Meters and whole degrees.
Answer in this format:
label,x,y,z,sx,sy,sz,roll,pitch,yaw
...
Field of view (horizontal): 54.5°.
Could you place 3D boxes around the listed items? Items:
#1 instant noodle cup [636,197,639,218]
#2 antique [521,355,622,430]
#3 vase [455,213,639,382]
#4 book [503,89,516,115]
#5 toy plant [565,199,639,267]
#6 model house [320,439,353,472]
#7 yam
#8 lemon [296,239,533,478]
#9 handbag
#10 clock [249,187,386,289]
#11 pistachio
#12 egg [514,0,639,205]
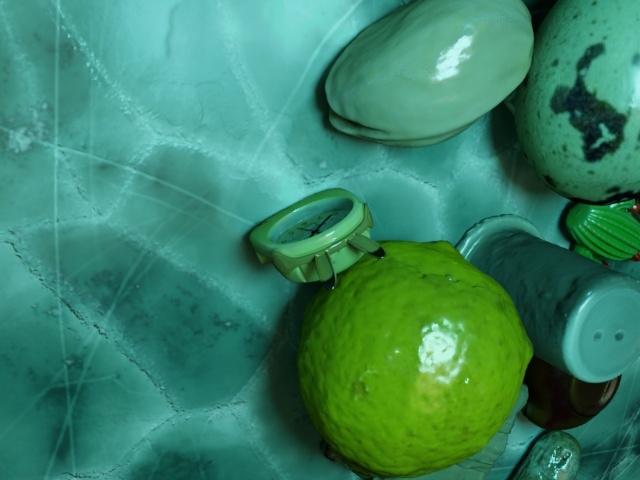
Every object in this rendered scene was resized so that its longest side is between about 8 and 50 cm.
label,x,y,z,sx,sy,sz,roll,pitch,yaw
instant noodle cup,0.691,-0.126,1.205,0.168,0.168,0.185,-9,116,-20
antique,0.502,0.247,1.239,0.223,0.129,0.278,22,94,-24
vase,0.386,0.097,1.061,0.244,0.291,0.245,-5,105,-20
book,0.470,-0.289,1.127,0.202,0.027,0.264,39,88,-25
toy plant,0.566,-0.002,1.221,0.154,0.088,0.240,-34,129,8
model house,0.052,0.389,1.120,0.078,0.083,0.066,41,89,-27
yam,0.446,0.553,1.304,0.133,0.133,0.331,29,90,-27
lemon,0.128,0.182,0.943,0.349,0.349,0.388,23,89,-26
handbag,0.251,0.359,1.181,0.253,0.109,0.316,22,96,-31
clock,0.000,0.000,0.903,0.170,0.232,0.069,-28,113,-12
pistachio,0.161,-0.256,0.921,0.331,0.208,0.226,-31,71,4
egg,0.455,-0.242,0.959,0.287,0.287,0.380,11,103,-25
